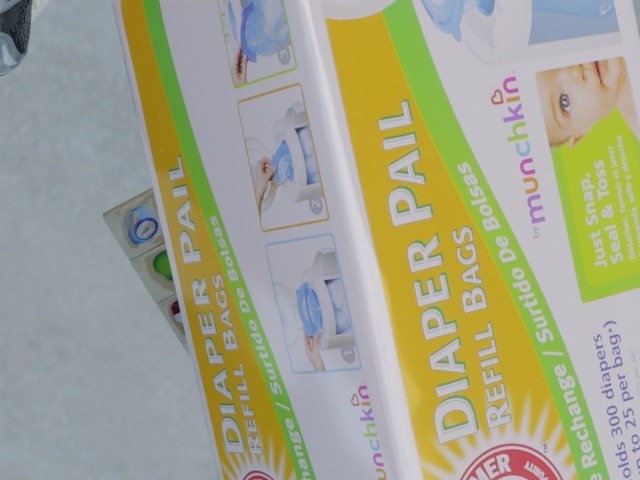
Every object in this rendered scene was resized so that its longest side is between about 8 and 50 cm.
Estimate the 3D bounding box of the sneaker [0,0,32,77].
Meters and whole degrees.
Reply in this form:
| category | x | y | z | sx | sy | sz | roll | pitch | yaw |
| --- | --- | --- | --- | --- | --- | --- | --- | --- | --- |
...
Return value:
| category | x | y | z | sx | sy | sz | roll | pitch | yaw |
| --- | --- | --- | --- | --- | --- | --- | --- | --- | --- |
| sneaker | -0.146 | -0.171 | 0.855 | 0.083 | 0.084 | 0.214 | -6 | 132 | -17 |

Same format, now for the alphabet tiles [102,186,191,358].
| category | x | y | z | sx | sy | sz | roll | pitch | yaw |
| --- | --- | --- | --- | --- | --- | --- | --- | --- | --- |
| alphabet tiles | 0.000 | 0.000 | 1.217 | 0.237 | 0.009 | 0.198 | -28 | 123 | 0 |

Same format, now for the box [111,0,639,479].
| category | x | y | z | sx | sy | sz | roll | pitch | yaw |
| --- | --- | --- | --- | --- | --- | --- | --- | --- | --- |
| box | 0.029 | 0.008 | 0.513 | 0.114 | 0.203 | 0.103 | -14 | -178 | -32 |

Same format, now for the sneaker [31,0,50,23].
| category | x | y | z | sx | sy | sz | roll | pitch | yaw |
| --- | --- | --- | --- | --- | --- | --- | --- | --- | --- |
| sneaker | -0.302 | -0.094 | 1.111 | 0.131 | 0.350 | 0.148 | 51 | 169 | -23 |
